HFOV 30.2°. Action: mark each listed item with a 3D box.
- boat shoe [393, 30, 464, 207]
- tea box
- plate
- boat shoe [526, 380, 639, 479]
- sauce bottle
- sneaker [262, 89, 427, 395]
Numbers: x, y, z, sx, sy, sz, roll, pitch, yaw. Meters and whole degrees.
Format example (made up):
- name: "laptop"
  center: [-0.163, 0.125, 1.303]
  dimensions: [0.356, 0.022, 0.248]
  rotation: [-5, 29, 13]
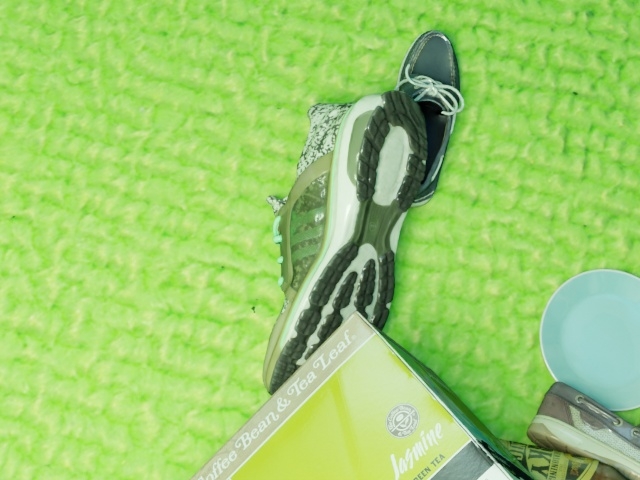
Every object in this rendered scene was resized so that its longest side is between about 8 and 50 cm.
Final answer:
- name: "boat shoe"
  center: [0.139, -0.173, 1.591]
  dimensions: [0.095, 0.079, 0.255]
  rotation: [15, 74, 0]
- name: "tea box"
  center: [0.058, 0.318, 1.272]
  dimensions: [0.329, 0.220, 0.323]
  rotation: [-45, 54, 4]
- name: "plate"
  center: [0.376, 0.131, 1.553]
  dimensions: [0.188, 0.024, 0.188]
  rotation: [1, 74, -5]
- name: "boat shoe"
  center: [0.400, 0.262, 1.475]
  dimensions: [0.285, 0.103, 0.092]
  rotation: [23, 76, 3]
- name: "sauce bottle"
  center: [0.280, 0.305, 1.414]
  dimensions: [0.344, 0.111, 0.111]
  rotation: [10, 73, 12]
- name: "sneaker"
  center: [0.000, 0.000, 1.522]
  dimensions: [0.182, 0.158, 0.410]
  rotation: [16, 85, 45]
